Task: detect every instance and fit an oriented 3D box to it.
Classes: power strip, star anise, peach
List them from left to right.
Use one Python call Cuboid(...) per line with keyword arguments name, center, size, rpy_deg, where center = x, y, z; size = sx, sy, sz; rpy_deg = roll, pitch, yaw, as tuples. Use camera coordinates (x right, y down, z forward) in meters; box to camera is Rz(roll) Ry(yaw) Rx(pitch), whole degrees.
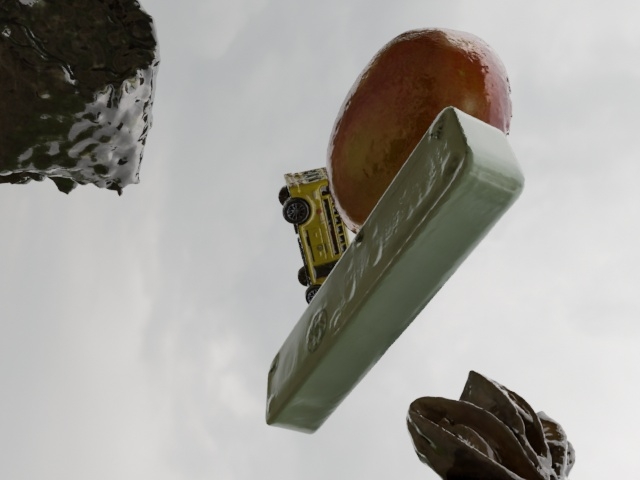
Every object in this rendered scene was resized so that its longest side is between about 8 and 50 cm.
Cuboid(name="power strip", center=(0.040, 0.058, 0.550), size=(0.091, 0.062, 0.385), rpy_deg=(-91, -154, -50))
Cuboid(name="peach", center=(0.165, -0.193, 1.051), size=(0.306, 0.242, 0.380), rpy_deg=(-18, -124, 62))
Cuboid(name="star anise", center=(0.204, 0.284, 0.619), size=(0.108, 0.315, 0.315), rpy_deg=(-36, -130, 42))

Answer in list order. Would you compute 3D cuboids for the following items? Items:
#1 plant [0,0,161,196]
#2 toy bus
Cuboid(name="plant", center=(-0.292, -0.149, 0.674), size=(0.276, 0.199, 0.188), rpy_deg=(-39, -124, 51))
Cuboid(name="toy bus", center=(0.000, 0.000, 1.438), size=(0.145, 0.151, 0.331), rpy_deg=(-118, -167, -67))
